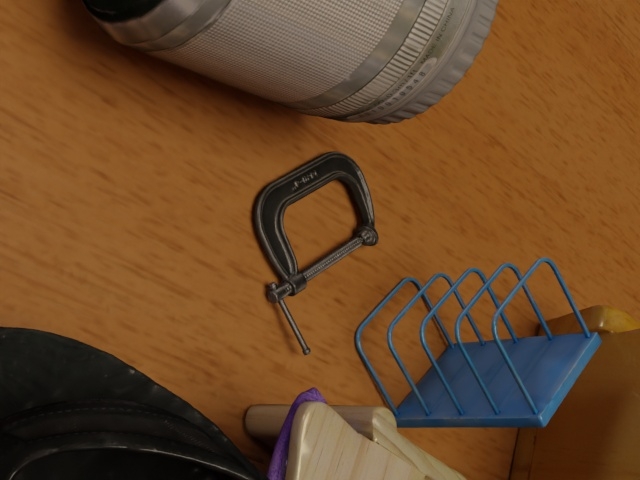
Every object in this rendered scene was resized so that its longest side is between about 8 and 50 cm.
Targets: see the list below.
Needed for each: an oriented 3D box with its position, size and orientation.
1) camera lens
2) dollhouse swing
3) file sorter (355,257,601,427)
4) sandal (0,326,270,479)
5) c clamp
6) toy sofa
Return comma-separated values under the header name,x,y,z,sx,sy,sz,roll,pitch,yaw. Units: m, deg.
name,x,y,z,sx,sy,sz,roll,pitch,yaw
camera lens,-0.026,-0.216,0.749,0.274,0.219,0.219,16,74,-42
dollhouse swing,0.358,0.265,1.000,0.315,0.305,0.347,33,62,-36
file sorter,0.134,0.090,0.900,0.118,0.170,0.104,-44,112,-38
sandal,-0.081,0.173,0.573,0.445,0.107,0.167,28,66,2
c clamp,0.000,0.000,0.888,0.160,0.022,0.137,-39,106,-38
toy sofa,-0.046,0.290,0.711,0.177,0.150,0.362,36,61,-32
